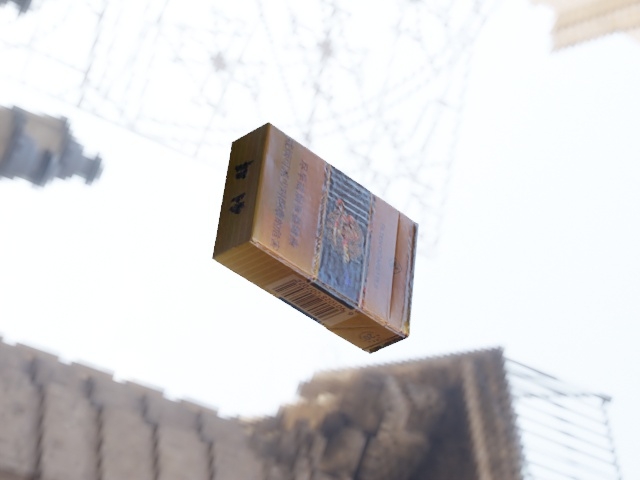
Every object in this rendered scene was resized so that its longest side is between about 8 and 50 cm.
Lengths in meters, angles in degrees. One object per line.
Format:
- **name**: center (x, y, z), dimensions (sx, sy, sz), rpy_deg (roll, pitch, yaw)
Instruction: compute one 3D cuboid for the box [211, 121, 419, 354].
- **box**: center (0.000, 0.000, 1.791), dimensions (0.070, 0.237, 0.152), rpy_deg (-23, -133, 38)
